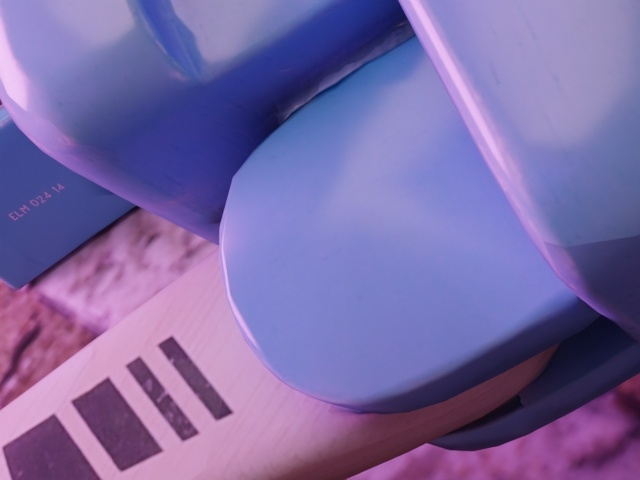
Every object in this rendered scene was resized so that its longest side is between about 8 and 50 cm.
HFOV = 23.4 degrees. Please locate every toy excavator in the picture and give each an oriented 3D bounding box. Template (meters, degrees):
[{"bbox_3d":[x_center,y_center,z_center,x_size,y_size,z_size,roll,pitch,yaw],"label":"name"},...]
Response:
[{"bbox_3d":[0.000,0.000,0.418,0.445,0.222,0.433,-31,67,16],"label":"toy excavator"}]

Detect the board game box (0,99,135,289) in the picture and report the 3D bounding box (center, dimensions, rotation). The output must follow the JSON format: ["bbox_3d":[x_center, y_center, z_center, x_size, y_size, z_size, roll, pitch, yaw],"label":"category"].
[{"bbox_3d":[-0.046,-0.171,0.676,0.336,0.079,0.254,-34,45,9],"label":"board game box"}]
